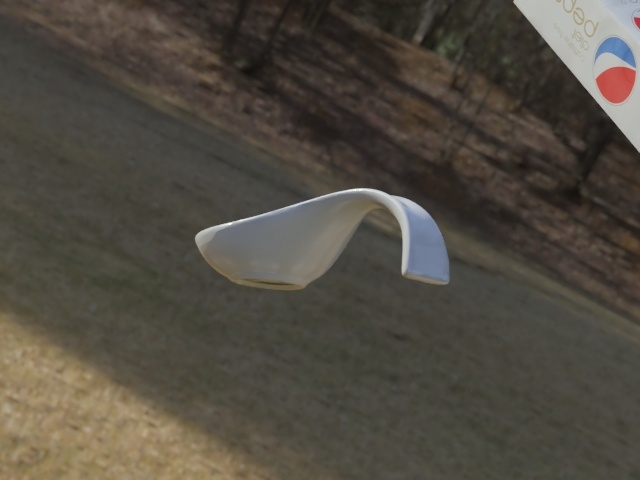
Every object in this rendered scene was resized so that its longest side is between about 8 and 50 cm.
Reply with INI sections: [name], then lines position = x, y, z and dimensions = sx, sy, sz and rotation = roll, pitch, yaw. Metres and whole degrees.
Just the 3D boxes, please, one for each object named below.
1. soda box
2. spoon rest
[soda box]
position = 0.242, -0.160, 0.995
dimensions = 0.069, 0.074, 0.216
rotation = -10, 48, -24
[spoon rest]
position = 0.000, 0.000, 1.143
dimensions = 0.276, 0.084, 0.137
rotation = -2, -12, 45
